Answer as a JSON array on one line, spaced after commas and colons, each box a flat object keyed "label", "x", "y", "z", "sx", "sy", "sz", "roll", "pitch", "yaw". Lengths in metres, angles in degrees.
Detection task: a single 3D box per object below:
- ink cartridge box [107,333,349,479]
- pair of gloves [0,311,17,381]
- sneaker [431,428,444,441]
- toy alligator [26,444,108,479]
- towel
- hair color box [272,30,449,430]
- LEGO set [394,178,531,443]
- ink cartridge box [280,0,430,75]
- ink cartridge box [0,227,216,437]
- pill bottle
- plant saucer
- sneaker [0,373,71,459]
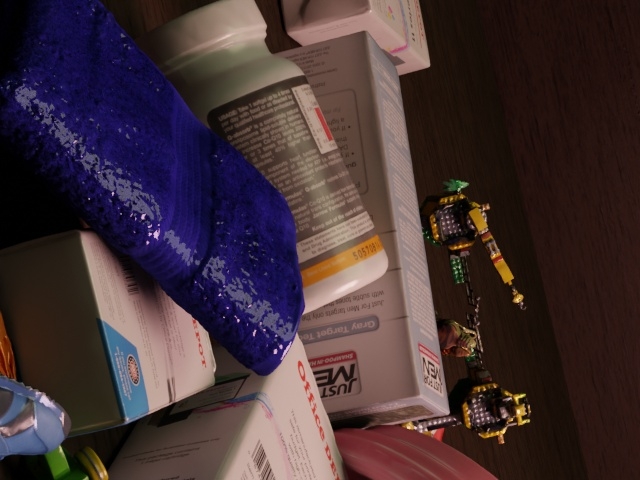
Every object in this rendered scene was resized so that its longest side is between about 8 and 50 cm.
[{"label": "ink cartridge box", "x": -0.069, "y": 0.223, "z": 1.324, "sx": 0.278, "sy": 0.117, "sz": 0.201, "roll": -63, "pitch": 138, "yaw": -66}, {"label": "pair of gloves", "x": -0.227, "y": 0.086, "z": 1.091, "sx": 0.083, "sy": 0.010, "sz": 0.074, "roll": -21, "pitch": 99, "yaw": -71}, {"label": "sneaker", "x": 0.112, "y": 0.280, "z": 2.000, "sx": 0.221, "sy": 0.087, "sz": 0.128, "roll": -64, "pitch": 149, "yaw": -47}, {"label": "toy alligator", "x": -0.166, "y": 0.201, "z": 1.142, "sx": 0.051, "sy": 0.056, "sz": 0.189, "roll": 27, "pitch": -36, "yaw": 55}, {"label": "towel", "x": -0.126, "y": -0.062, "z": 1.208, "sx": 0.308, "sy": 0.076, "sz": 0.227, "roll": 44, "pitch": 16, "yaw": -29}, {"label": "hair color box", "x": 0.000, "y": 0.000, "z": 1.609, "sx": 0.113, "sy": 0.185, "sz": 0.374, "roll": 40, "pitch": 40, "yaw": -65}, {"label": "LEGO set", "x": 0.108, "y": 0.102, "z": 1.766, "sx": 0.192, "sy": 0.255, "sz": 0.331, "roll": -163, "pitch": -110, "yaw": -77}, {"label": "ink cartridge box", "x": 0.049, "y": -0.333, "z": 2.153, "sx": 0.353, "sy": 0.119, "sz": 0.207, "roll": 24, "pitch": 55, "yaw": -70}, {"label": "ink cartridge box", "x": -0.157, "y": 0.062, "z": 1.214, "sx": 0.191, "sy": 0.082, "sz": 0.139, "roll": -11, "pitch": 87, "yaw": -75}, {"label": "pill bottle", "x": -0.063, "y": -0.066, "z": 1.455, "sx": 0.278, "sy": 0.162, "sz": 0.162, "roll": 66, "pitch": 16, "yaw": 0}, {"label": "plant saucer", "x": 0.114, "y": 0.291, "z": 1.549, "sx": 0.084, "sy": 0.332, "sz": 0.332, "roll": -46, "pitch": 131, "yaw": -26}, {"label": "sneaker", "x": -0.226, "y": 0.110, "z": 0.986, "sx": 0.209, "sy": 0.069, "sz": 0.082, "roll": 43, "pitch": 58, "yaw": -60}]
